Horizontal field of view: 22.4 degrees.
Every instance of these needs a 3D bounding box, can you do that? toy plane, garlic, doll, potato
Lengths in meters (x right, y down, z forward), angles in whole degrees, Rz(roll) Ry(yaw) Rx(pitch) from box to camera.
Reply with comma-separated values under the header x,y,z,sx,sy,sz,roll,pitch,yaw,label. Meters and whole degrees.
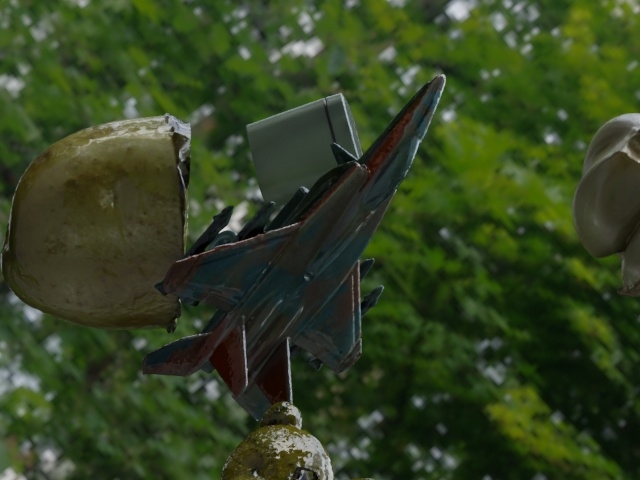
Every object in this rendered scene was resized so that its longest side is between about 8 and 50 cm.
x,y,z,sx,sy,sz,roll,pitch,yaw,label
-0.004,-0.003,1.306,0.223,0.326,0.104,29,4,-40,toy plane
0.393,-0.015,1.794,0.281,0.184,0.203,47,-45,30,garlic
-0.013,0.205,1.090,0.097,0.137,0.209,27,9,-40,doll
-0.262,-0.011,1.897,0.242,0.242,0.285,43,-34,20,potato

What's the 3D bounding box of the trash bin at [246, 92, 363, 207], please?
x,y,z,sx,sy,sz,roll,pitch,yaw,label
-0.017,-0.111,2.020,0.059,0.130,0.116,57,17,-61,trash bin
